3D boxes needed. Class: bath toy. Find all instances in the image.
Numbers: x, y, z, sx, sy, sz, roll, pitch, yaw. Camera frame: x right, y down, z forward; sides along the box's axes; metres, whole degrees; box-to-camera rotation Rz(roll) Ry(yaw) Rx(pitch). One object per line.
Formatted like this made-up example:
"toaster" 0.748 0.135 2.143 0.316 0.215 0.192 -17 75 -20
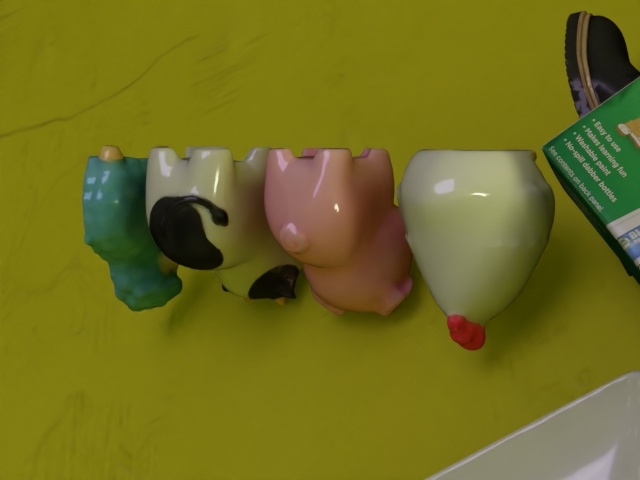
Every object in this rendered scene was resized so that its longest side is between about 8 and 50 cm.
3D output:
"bath toy" 0.000 0.000 1.093 0.348 0.151 0.129 2 94 37

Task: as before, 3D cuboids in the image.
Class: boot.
"boot" 0.236 -0.080 1.025 0.137 0.077 0.197 -20 56 17

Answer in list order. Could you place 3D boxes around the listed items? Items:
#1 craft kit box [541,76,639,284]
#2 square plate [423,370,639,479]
"craft kit box" 0.289 -0.032 0.892 0.247 0.061 0.250 -34 53 1
"square plate" 0.076 0.272 0.830 0.344 0.049 0.347 -30 40 13
